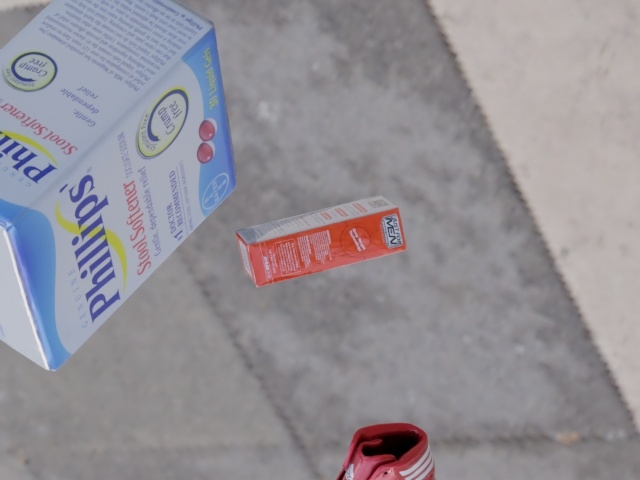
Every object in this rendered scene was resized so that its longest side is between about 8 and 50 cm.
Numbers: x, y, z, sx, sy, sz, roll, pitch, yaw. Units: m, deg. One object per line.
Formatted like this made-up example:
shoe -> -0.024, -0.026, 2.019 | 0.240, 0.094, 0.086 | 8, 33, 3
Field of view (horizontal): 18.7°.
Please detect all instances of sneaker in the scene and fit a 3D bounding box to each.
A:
sneaker -> 0.006, 0.226, 1.594 | 0.087, 0.221, 0.128 | 31, 148, 30

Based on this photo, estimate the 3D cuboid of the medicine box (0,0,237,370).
medicine box -> -0.232, -0.069, 1.862 | 0.149, 0.289, 0.263 | 31, 153, 22

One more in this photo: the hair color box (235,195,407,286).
hair color box -> 0.000, 0.000, 1.757 | 0.141, 0.072, 0.043 | -14, 103, -8
